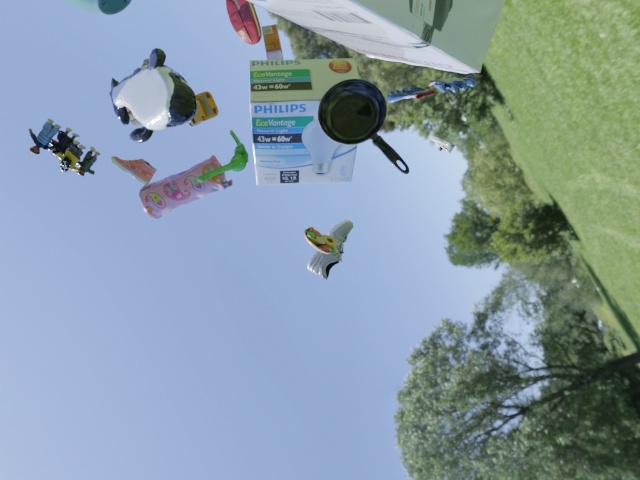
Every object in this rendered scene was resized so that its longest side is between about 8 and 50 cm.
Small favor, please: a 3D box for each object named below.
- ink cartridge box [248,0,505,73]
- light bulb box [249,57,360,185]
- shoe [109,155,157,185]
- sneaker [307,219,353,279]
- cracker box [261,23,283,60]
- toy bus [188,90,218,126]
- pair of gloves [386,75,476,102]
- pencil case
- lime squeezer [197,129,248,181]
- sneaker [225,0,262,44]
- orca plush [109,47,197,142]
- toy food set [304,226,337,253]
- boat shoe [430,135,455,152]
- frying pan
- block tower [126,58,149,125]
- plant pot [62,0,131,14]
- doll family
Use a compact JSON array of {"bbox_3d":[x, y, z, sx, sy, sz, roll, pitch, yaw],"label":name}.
[{"bbox_3d":[0.041,-0.308,0.502,0.307,0.129,0.223,0,-156,-45],"label":"ink cartridge box"},{"bbox_3d":[-0.056,-0.394,1.491,0.361,0.357,0.226,94,170,-54],"label":"light bulb box"},{"bbox_3d":[-0.750,-0.304,1.763,0.177,0.081,0.063,35,-179,-4],"label":"shoe"},{"bbox_3d":[0.066,0.042,1.871,0.115,0.281,0.105,39,-165,25],"label":"sneaker"},{"bbox_3d":[-0.184,-0.733,1.797,0.232,0.067,0.156,81,177,-60],"label":"cracker box"},{"bbox_3d":[-0.499,-0.547,1.820,0.333,0.130,0.108,-133,21,-70],"label":"toy bus"},{"bbox_3d":[0.257,-0.355,1.033,0.159,0.198,0.023,-124,17,-66],"label":"pair of gloves"},{"bbox_3d":[-0.433,-0.169,1.411,0.124,0.283,0.124,-22,-90,-86],"label":"pencil case"},{"bbox_3d":[-0.276,-0.261,1.375,0.311,0.109,0.059,-78,-22,-48],"label":"lime squeezer"},{"bbox_3d":[-0.179,-0.615,1.102,0.128,0.086,0.221,-40,-66,-41],"label":"sneaker"},{"bbox_3d":[-0.277,-0.232,0.768,0.102,0.287,0.151,9,-96,-44],"label":"orca plush"},{"bbox_3d":[0.000,0.000,0.971,0.083,0.020,0.083,35,-159,-7],"label":"toy food set"},{"bbox_3d":[0.365,-0.291,1.330,0.035,0.035,0.100,8,-157,-37],"label":"boat shoe"},{"bbox_3d":[0.146,-0.333,1.235,0.326,0.197,0.053,29,177,13],"label":"frying pan"},{"bbox_3d":[-0.731,-0.641,1.856,0.091,0.097,0.336,62,-155,-52],"label":"block tower"},{"bbox_3d":[-0.668,-0.792,1.292,0.195,0.290,0.290,47,-153,-2],"label":"plant pot"},{"bbox_3d":[-0.744,-0.258,1.264,0.193,0.111,0.076,43,-164,-5],"label":"doll family"}]
